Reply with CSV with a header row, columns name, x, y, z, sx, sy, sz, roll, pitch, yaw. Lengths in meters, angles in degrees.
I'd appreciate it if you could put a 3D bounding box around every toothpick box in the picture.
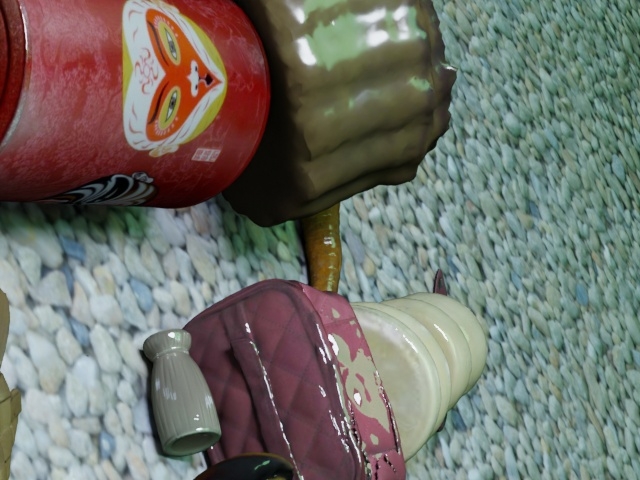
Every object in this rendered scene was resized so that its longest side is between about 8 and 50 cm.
name,x,y,z,sx,sy,sz,roll,pitch,yaw
toothpick box,-0.209,-0.128,1.545,0.333,0.204,0.204,2,65,-61

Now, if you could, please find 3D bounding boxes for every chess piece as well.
name,x,y,z,sx,sy,sz,roll,pitch,yaw
chess piece,0.079,0.120,1.903,0.167,0.167,0.299,65,23,2

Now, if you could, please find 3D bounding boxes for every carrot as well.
name,x,y,z,sx,sy,sz,roll,pitch,yaw
carrot,0.000,0.000,1.987,0.047,0.047,0.191,32,47,-46

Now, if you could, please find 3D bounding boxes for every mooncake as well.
name,x,y,z,sx,sy,sz,roll,pitch,yaw
mooncake,-0.016,-0.184,1.796,0.187,0.324,0.324,-20,82,-20

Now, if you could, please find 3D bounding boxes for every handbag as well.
name,x,y,z,sx,sy,sz,roll,pitch,yaw
handbag,-0.025,0.147,1.699,0.135,0.146,0.225,14,55,-63

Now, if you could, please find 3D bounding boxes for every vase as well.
name,x,y,z,sx,sy,sz,roll,pitch,yaw
vase,-0.120,0.128,1.648,0.053,0.053,0.101,23,44,-52

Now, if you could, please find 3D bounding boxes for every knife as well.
name,x,y,z,sx,sy,sz,roll,pitch,yaw
knife,0.134,0.119,2.142,0.035,0.018,0.247,44,32,-29

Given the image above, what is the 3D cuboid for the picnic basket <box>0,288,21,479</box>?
name,x,y,z,sx,sy,sz,roll,pitch,yaw
picnic basket,-0.269,0.099,1.319,0.138,0.128,0.178,40,53,-44

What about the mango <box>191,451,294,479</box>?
name,x,y,z,sx,sy,sz,roll,pitch,yaw
mango,-0.067,0.307,1.475,0.201,0.152,0.287,44,32,-25
